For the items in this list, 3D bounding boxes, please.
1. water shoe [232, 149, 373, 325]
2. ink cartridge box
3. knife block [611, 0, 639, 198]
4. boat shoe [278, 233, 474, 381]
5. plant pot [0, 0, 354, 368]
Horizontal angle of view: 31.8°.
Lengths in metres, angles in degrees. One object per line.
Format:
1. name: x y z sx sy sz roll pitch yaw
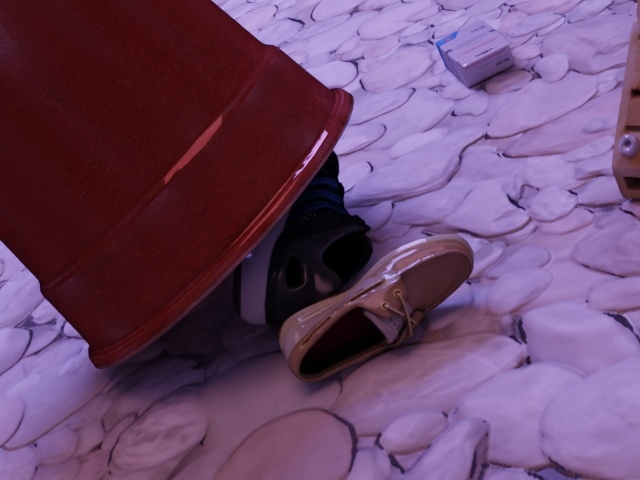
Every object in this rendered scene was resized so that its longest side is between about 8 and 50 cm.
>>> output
1. water shoe: 0.000 0.000 0.801 0.080 0.073 0.203 11 35 9
2. ink cartridge box: 0.138 -0.162 0.985 0.048 0.028 0.083 -26 26 1
3. knife block: 0.317 -0.145 0.758 0.088 0.242 0.275 7 87 49
4. boat shoe: 0.038 0.046 0.689 0.135 0.050 0.045 -33 29 10
5. plant pot: -0.164 -0.099 0.792 0.272 0.265 0.272 -42 15 14
